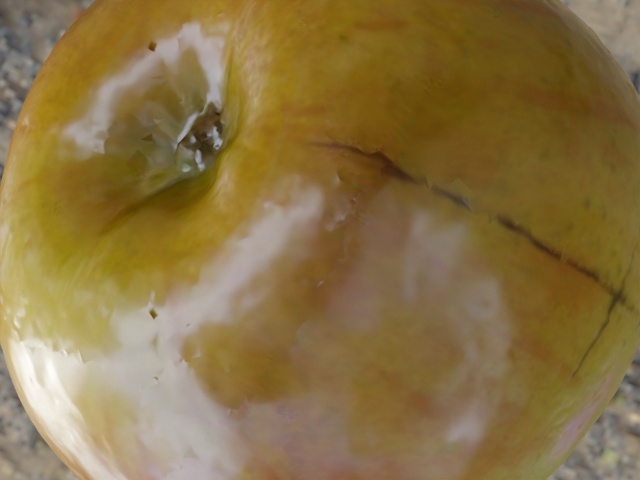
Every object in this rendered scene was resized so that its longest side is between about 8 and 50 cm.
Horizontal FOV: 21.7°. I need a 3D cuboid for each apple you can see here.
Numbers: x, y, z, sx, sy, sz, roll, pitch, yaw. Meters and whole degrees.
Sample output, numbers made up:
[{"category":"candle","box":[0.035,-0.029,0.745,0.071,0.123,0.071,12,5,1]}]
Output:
[{"category":"apple","box":[0.000,0.000,0.698,0.286,0.286,0.233,3,165,38]}]
